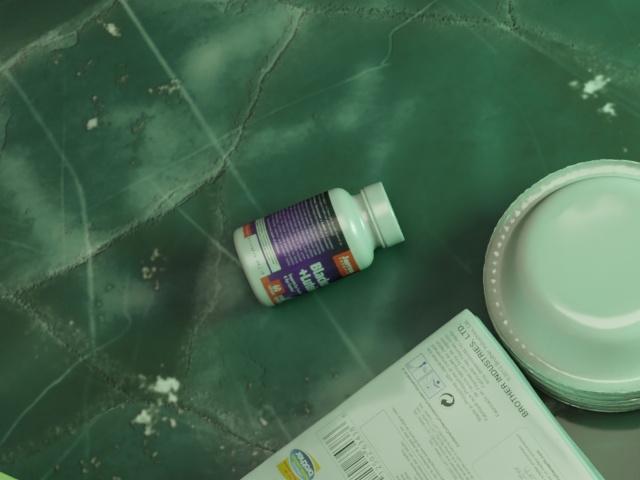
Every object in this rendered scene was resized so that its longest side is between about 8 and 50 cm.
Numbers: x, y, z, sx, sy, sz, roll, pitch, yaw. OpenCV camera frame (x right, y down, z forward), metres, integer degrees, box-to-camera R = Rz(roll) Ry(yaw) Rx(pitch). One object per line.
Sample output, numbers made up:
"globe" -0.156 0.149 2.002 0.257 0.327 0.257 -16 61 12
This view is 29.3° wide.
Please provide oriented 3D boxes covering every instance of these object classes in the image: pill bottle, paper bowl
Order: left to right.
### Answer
"pill bottle" 0.000 0.000 1.512 0.193 0.108 0.108 -23 65 5
"paper bowl" 0.327 0.041 1.393 0.284 0.148 0.284 -6 66 13

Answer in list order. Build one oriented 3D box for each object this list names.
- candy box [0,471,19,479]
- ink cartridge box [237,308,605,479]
"candy box" -0.410 0.300 1.376 0.183 0.316 0.087 8 69 17
"ink cartridge box" 0.091 0.302 1.330 0.395 0.151 0.270 -37 64 3
